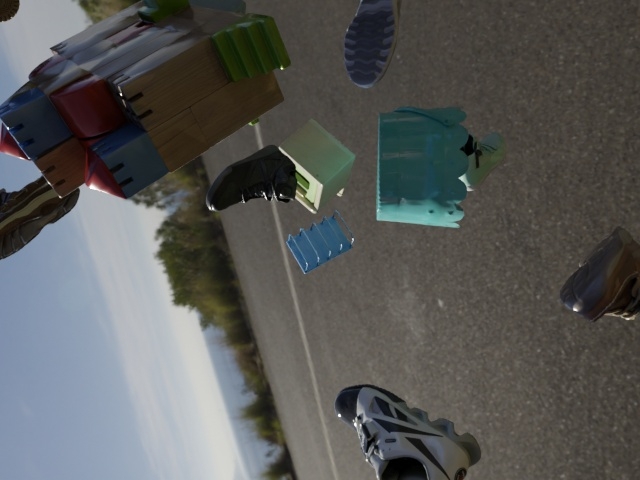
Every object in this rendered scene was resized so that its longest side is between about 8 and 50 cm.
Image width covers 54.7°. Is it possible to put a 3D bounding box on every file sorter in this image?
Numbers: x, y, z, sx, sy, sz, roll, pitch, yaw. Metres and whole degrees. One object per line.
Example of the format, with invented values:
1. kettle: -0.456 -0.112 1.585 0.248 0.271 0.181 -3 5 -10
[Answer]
1. file sorter: 0.000 0.000 1.863 0.118 0.170 0.104 59 168 12

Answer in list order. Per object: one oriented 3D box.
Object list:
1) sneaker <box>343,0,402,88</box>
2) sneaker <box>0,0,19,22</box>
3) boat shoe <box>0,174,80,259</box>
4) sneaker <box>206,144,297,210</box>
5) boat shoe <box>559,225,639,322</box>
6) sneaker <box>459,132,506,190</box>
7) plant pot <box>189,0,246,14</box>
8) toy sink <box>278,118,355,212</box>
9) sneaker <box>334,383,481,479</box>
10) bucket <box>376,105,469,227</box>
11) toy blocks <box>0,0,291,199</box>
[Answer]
1. sneaker: 0.124 -0.438 1.242 0.115 0.105 0.281 13 -92 -67
2. sneaker: -0.617 -0.463 0.963 0.282 0.099 0.153 38 -174 -47
3. boat shoe: -0.567 -0.049 1.149 0.095 0.095 0.257 -57 -1 32
4. sneaker: -0.139 -0.121 1.373 0.130 0.228 0.087 37 144 26
5. boat shoe: 0.479 0.064 0.988 0.116 0.324 0.123 46 124 14
6. sneaker: 0.501 -0.288 1.911 0.094 0.256 0.151 15 143 34
7. plant pot: -0.381 -0.575 1.815 0.252 0.247 0.247 -75 -1 -52
8. toy sink: -0.021 -0.176 1.618 0.153 0.131 0.234 43 162 10
9. sneaker: 0.125 0.382 1.186 0.331 0.146 0.122 10 127 46
10. bucket: 0.217 -0.163 1.369 0.281 0.183 0.281 2 -90 -86
11. toy blocks: -0.230 -0.157 0.687 0.381 0.261 0.190 32 153 49
